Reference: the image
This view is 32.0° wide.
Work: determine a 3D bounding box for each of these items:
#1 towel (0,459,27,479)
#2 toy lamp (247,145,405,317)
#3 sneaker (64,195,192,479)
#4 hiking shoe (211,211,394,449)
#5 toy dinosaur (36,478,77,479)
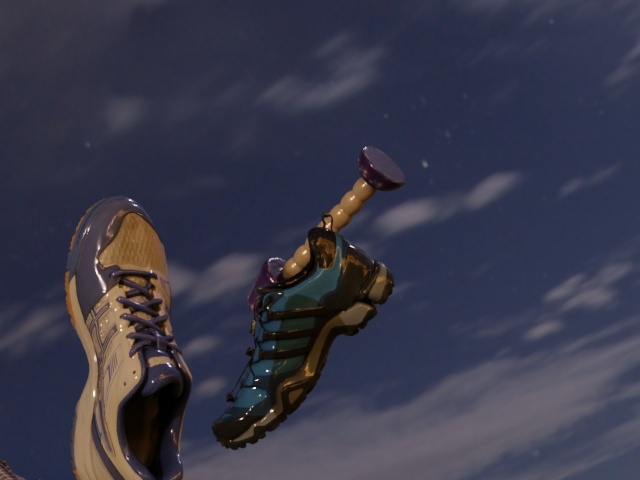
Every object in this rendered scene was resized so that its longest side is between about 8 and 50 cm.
[{"bbox_3d":[-0.592,0.477,1.805,0.283,0.121,0.235,-49,26,-20],"label":"towel"},{"bbox_3d":[0.000,0.000,1.467,0.080,0.080,0.274,5,-48,-51],"label":"toy lamp"},{"bbox_3d":[-0.169,0.102,1.072,0.112,0.296,0.131,-1,-3,-39],"label":"sneaker"},{"bbox_3d":[-0.048,0.118,1.391,0.304,0.132,0.113,-50,9,-7],"label":"hiking shoe"},{"bbox_3d":[-0.312,0.330,1.242,0.053,0.093,0.183,-70,2,-79],"label":"toy dinosaur"}]
